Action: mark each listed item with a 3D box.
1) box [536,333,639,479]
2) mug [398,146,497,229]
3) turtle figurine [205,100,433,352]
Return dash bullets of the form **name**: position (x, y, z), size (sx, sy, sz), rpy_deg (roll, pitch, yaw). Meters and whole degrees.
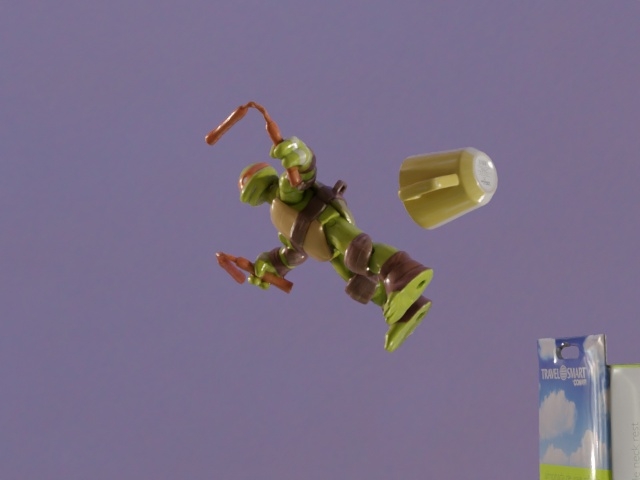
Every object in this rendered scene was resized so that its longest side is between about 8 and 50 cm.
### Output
- **box**: position (0.198, 0.158, 1.080), size (0.109, 0.042, 0.178), rpy_deg (163, -72, -70)
- **mug**: position (0.103, -0.041, 1.197), size (0.064, 0.078, 0.062), rpy_deg (-16, -61, 36)
- **turtle figurine**: position (0.000, 0.000, 1.306), size (0.217, 0.087, 0.269), rpy_deg (40, -31, 19)
